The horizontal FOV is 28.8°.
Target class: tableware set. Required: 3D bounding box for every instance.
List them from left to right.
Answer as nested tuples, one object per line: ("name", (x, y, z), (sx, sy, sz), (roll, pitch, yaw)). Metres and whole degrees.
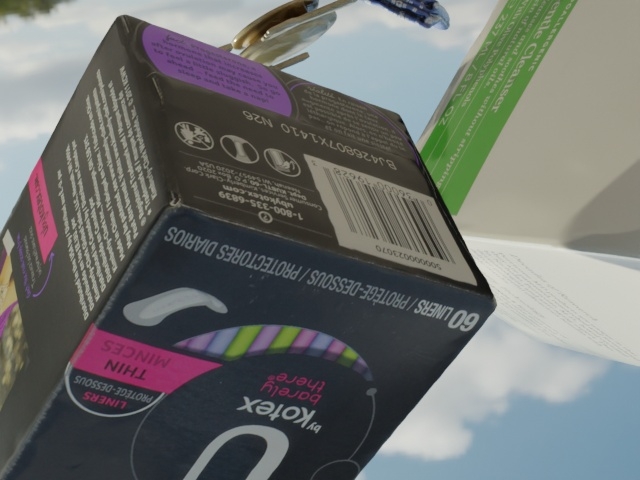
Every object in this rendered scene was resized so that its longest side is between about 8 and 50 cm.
("tableware set", (-0.077, -0.142, 0.925), (0.194, 0.039, 0.128), (-25, 176, -23))

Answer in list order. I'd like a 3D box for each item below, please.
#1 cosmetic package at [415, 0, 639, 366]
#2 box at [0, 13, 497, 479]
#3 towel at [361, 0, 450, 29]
("cosmetic package", (0.205, -0.038, 0.648), (0.197, 0.155, 0.365), (-60, -158, -11))
("box", (-0.073, 0.059, 0.594), (0.165, 0.270, 0.143), (16, -147, -30))
("towel", (-0.028, -0.281, 1.324), (0.336, 0.040, 0.243), (20, -170, 5))
